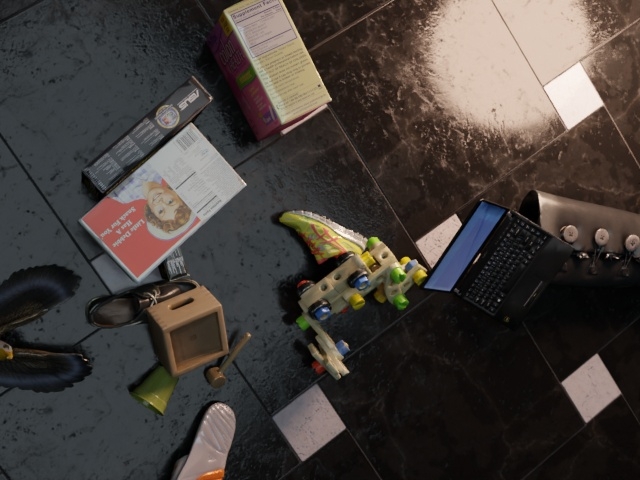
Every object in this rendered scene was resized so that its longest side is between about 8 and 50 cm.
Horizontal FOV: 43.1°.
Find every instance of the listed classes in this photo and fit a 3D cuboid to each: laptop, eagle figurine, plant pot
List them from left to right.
[{"bbox_3d":[-0.599,0.188,1.514,0.298,0.225,0.226,-11,137,-45],"label":"eagle figurine"},{"bbox_3d":[-0.326,0.297,1.628,0.083,0.083,0.079,40,66,-12],"label":"plant pot"},{"bbox_3d":[0.383,0.059,1.744,0.264,0.136,0.234,32,105,-3],"label":"laptop"}]

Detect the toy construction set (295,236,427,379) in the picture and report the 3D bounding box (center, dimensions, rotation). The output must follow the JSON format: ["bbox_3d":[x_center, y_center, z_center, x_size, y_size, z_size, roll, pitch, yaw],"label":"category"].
[{"bbox_3d":[0.071,0.130,1.709,0.327,0.151,0.215,-49,145,-6],"label":"toy construction set"}]

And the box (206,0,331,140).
[{"bbox_3d":[-0.110,-0.345,1.632,0.117,0.213,0.243,-28,97,-16],"label":"box"}]

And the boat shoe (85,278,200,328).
[{"bbox_3d":[-0.350,0.130,1.621,0.233,0.079,0.084,-12,90,-18],"label":"boat shoe"}]

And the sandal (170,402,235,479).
[{"bbox_3d":[-0.246,0.462,1.651,0.102,0.076,0.265,33,59,-22],"label":"sandal"}]

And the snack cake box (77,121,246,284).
[{"bbox_3d":[-0.282,-0.066,1.448,0.264,0.089,0.152,-43,102,-13],"label":"snack cake box"}]

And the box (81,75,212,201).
[{"bbox_3d":[-0.340,-0.190,1.559,0.270,0.216,0.060,-44,101,-14],"label":"box"}]

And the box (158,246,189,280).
[{"bbox_3d":[-0.312,-0.017,1.579,0.045,0.184,0.190,-18,93,-17],"label":"box"}]

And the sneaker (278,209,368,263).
[{"bbox_3d":[0.000,0.000,1.726,0.208,0.081,0.094,25,84,-15],"label":"sneaker"}]

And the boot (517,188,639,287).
[{"bbox_3d":[0.677,-0.067,1.907,0.445,0.146,0.367,6,85,-12],"label":"boot"}]

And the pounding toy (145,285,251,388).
[{"bbox_3d":[-0.241,0.201,1.642,0.181,0.094,0.206,-23,128,-26],"label":"pounding toy"}]
